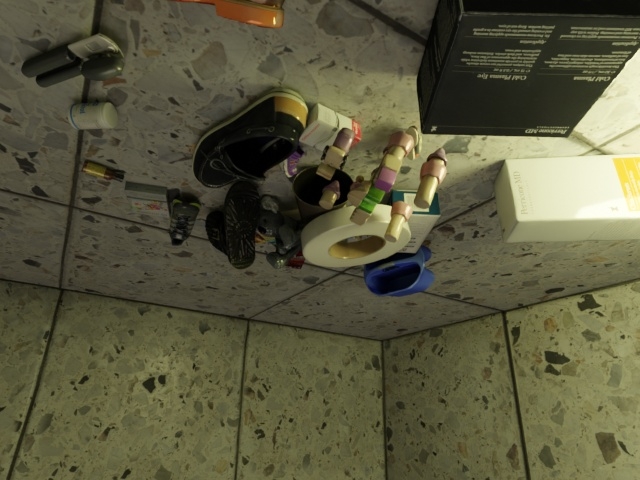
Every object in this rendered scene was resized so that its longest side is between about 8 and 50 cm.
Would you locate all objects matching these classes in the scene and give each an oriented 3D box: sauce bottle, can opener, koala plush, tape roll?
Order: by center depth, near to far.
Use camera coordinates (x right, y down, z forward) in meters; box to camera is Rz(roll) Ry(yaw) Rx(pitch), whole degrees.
[{"bbox_3d":[-0.582,-0.410,0.981,0.281,0.093,0.074,-3,156,22],"label":"can opener"},{"bbox_3d":[-0.741,-0.231,1.436,0.128,0.042,0.042,19,150,-32],"label":"sauce bottle"},{"bbox_3d":[0.124,-0.005,1.502,0.392,0.072,0.392,-7,155,-3],"label":"tape roll"},{"bbox_3d":[-0.165,-0.047,1.605,0.221,0.203,0.196,37,130,9],"label":"koala plush"}]

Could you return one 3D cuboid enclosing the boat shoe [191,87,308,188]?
[{"bbox_3d":[-0.228,-0.250,1.221,0.187,0.155,0.500,21,150,-39],"label":"boat shoe"}]

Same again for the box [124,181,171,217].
[{"bbox_3d":[-0.656,-0.152,1.610,0.145,0.038,0.186,8,156,-12],"label":"box"}]

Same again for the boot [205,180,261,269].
[{"bbox_3d":[-0.344,-0.084,1.607,0.131,0.347,0.260,-3,-156,-31],"label":"boot"}]

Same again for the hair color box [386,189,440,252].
[{"bbox_3d":[0.330,-0.065,1.642,0.174,0.105,0.347,3,155,-2],"label":"hair color box"}]

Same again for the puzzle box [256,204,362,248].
[{"bbox_3d":[-0.053,-0.049,1.774,0.409,0.052,0.272,-7,154,19],"label":"puzzle box"}]

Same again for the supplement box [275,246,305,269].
[{"bbox_3d":[-0.129,0.052,1.854,0.130,0.073,0.239,6,155,-8],"label":"supplement box"}]

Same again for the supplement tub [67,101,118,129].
[{"bbox_3d":[-0.622,-0.340,1.151,0.107,0.071,0.071,-2,155,6],"label":"supplement tub"}]

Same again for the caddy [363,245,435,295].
[{"bbox_3d":[0.347,0.127,1.907,0.179,0.241,0.341,17,152,-39],"label":"caddy"}]

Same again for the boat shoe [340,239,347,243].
[{"bbox_3d":[0.000,0.000,1.715,0.228,0.081,0.079,4,155,-6],"label":"boat shoe"}]

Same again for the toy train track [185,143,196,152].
[{"bbox_3d":[-0.385,-0.282,1.329,0.083,0.014,0.048,12,154,-22],"label":"toy train track"}]

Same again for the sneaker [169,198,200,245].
[{"bbox_3d":[-0.547,-0.069,1.681,0.111,0.121,0.300,10,155,-17],"label":"sneaker"}]

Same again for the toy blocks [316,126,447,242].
[{"bbox_3d":[0.169,-0.206,1.185,0.309,0.260,0.288,26,154,-1],"label":"toy blocks"}]

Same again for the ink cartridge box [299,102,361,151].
[{"bbox_3d":[0.022,-0.306,1.184,0.151,0.063,0.109,17,151,-30],"label":"ink cartridge box"}]

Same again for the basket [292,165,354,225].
[{"bbox_3d":[-0.003,-0.137,1.465,0.205,0.154,0.227,-1,160,-8],"label":"basket"}]

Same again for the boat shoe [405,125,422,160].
[{"bbox_3d":[0.275,-0.290,1.229,0.043,0.049,0.137,-40,153,-10],"label":"boat shoe"}]

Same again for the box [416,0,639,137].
[{"bbox_3d":[0.399,-0.379,0.857,0.344,0.178,0.312,2,155,0],"label":"box"}]

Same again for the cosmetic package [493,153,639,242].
[{"bbox_3d":[0.808,-0.130,1.317,0.454,0.230,0.161,-2,155,7],"label":"cosmetic package"}]

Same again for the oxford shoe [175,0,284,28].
[{"bbox_3d":[-0.235,-0.499,0.759,0.364,0.130,0.132,12,122,-6],"label":"oxford shoe"}]

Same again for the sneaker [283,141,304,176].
[{"bbox_3d":[-0.083,-0.256,1.304,0.071,0.068,0.170,-4,155,-1],"label":"sneaker"}]

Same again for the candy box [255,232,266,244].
[{"bbox_3d":[-0.344,-0.016,1.870,0.187,0.053,0.109,-16,149,31],"label":"candy box"}]
